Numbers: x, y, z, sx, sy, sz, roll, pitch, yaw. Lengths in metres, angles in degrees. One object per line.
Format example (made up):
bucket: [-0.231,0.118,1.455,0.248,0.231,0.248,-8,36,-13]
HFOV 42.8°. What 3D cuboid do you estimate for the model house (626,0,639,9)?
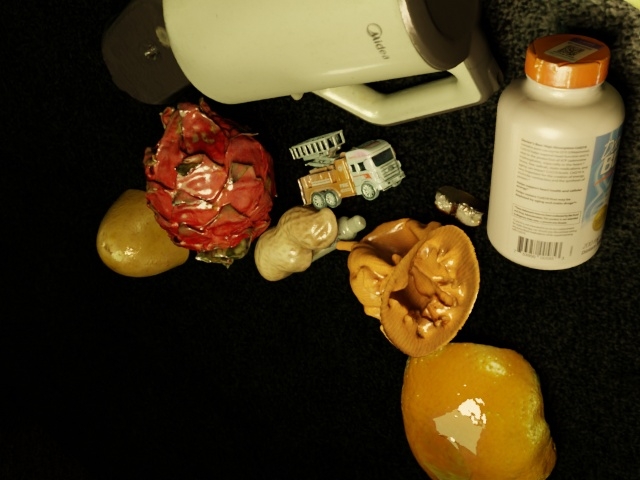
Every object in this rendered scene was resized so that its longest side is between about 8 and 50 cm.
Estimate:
model house: [0.322,-0.353,0.849,0.211,0.194,0.170,38,126,28]

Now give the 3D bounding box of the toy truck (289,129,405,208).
toy truck: [0.044,-0.122,1.343,0.178,0.080,0.115,-7,106,45]

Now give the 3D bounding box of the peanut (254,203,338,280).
peanut: [-0.043,0.000,1.463,0.228,0.086,0.104,-42,71,47]

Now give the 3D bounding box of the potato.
potato: [-0.408,0.002,1.766,0.178,0.158,0.203,-22,102,46]

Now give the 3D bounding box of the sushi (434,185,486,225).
sushi: [0.216,-0.048,1.279,0.083,0.044,0.046,29,135,22]

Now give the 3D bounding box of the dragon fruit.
dragon fruit: [-0.189,-0.105,1.431,0.244,0.244,0.298,10,123,35]

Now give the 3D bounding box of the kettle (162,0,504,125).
kettle: [0.032,-0.290,1.128,0.377,0.250,0.361,2,143,36]

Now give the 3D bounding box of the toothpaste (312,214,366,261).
toothpaste: [0.000,0.000,1.504,0.255,0.037,0.067,-26,97,51]

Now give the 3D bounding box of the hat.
hat: [0.100,0.049,1.351,0.233,0.244,0.233,27,129,41]

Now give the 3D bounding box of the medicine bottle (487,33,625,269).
medicine bottle: [0.305,-0.115,1.065,0.157,0.157,0.288,20,132,28]

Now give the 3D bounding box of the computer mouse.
computer mouse: [-0.263,-0.343,1.398,0.323,0.116,0.183,-16,113,54]

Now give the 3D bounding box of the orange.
orange: [0.274,0.327,1.446,0.263,0.196,0.334,-2,113,26]
